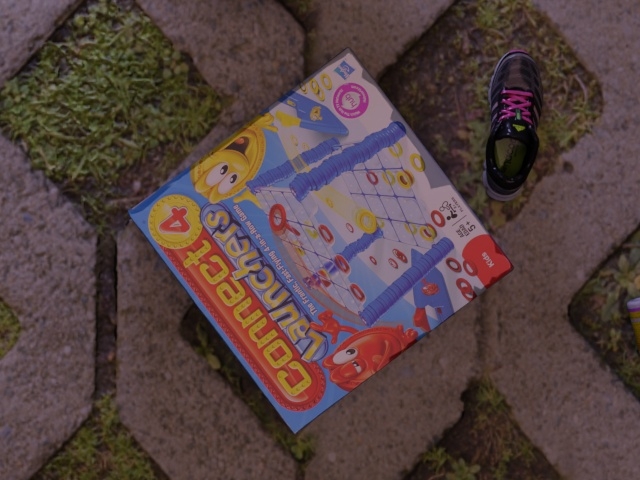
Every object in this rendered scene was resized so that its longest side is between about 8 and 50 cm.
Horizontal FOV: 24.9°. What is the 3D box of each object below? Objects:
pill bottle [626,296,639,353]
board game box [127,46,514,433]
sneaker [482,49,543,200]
[{"bbox_3d":[0.376,0.104,1.634,0.043,0.043,0.083,-15,90,-2],"label":"pill bottle"},{"bbox_3d":[0.000,0.000,1.600,0.302,0.086,0.308,-38,91,-2],"label":"board game box"},{"bbox_3d":[0.217,-0.129,1.612,0.063,0.075,0.170,9,90,-2],"label":"sneaker"}]
